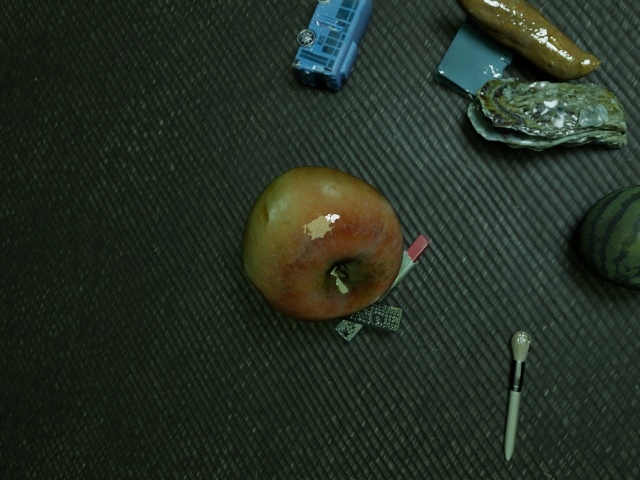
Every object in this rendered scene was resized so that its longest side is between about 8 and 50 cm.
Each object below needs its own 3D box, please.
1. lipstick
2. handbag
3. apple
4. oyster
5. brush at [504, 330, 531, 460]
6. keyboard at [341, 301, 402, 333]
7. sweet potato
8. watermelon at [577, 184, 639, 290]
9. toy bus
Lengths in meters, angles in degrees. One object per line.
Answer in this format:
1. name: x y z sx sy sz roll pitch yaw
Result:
1. lipstick: 0.155 0.110 0.995 0.051 0.051 0.312 42 96 16
2. handbag: 0.379 -0.447 0.968 0.144 0.057 0.221 30 93 4
3. apple: 0.000 0.000 0.903 0.339 0.305 0.338 -8 125 -13
4. oyster: 0.502 -0.259 0.893 0.352 0.158 0.162 11 89 0
5. brush: 0.441 0.351 0.937 0.042 0.039 0.298 5 90 11
6. keyboard: 0.089 0.163 0.975 0.198 0.010 0.063 12 87 20
7. sweet potato: 0.426 -0.454 0.885 0.342 0.114 0.092 35 118 2
8. watermelon: 0.632 -0.007 0.825 0.213 0.212 0.211 0 88 12
9. toy bus: 0.031 -0.488 1.005 0.134 0.116 0.233 23 91 8
